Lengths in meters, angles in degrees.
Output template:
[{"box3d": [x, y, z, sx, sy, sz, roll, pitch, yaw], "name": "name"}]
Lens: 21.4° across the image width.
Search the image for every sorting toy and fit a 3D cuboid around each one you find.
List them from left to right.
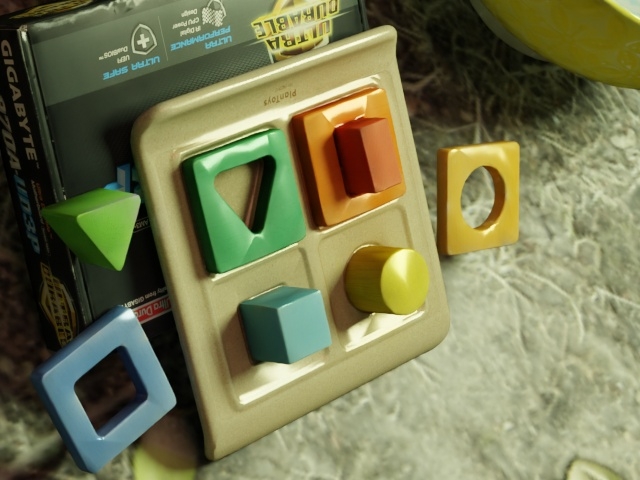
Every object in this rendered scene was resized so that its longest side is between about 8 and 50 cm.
[{"box3d": [0.000, 0.000, 0.895, 0.347, 0.047, 0.196, -24, 112, -37], "name": "sorting toy"}]

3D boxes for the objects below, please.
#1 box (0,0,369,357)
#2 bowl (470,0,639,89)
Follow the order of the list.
[{"box3d": [-0.063, -0.056, 0.898, 0.220, 0.051, 0.175, -23, 111, -37], "name": "box"}, {"box3d": [0.179, -0.206, 1.108, 0.289, 0.156, 0.290, 13, 59, -23], "name": "bowl"}]
